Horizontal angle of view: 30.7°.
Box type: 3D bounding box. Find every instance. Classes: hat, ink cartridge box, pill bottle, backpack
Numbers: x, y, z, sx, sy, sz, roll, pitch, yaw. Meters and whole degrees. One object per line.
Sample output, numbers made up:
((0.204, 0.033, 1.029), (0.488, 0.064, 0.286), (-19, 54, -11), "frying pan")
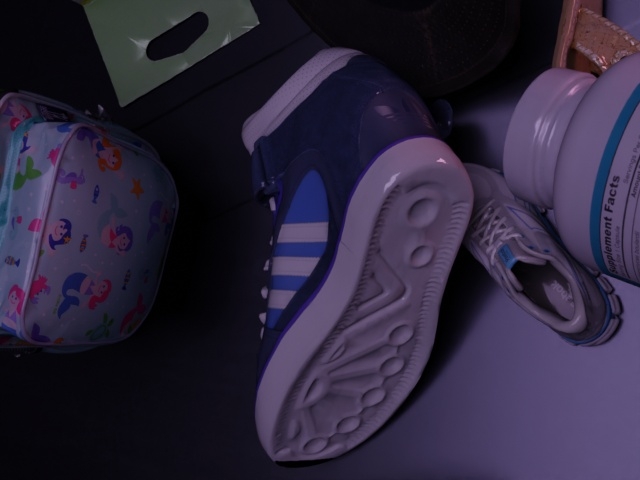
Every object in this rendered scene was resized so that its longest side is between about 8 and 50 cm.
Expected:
((0.061, -0.283, 0.932), (0.331, 0.331, 0.134), (39, 58, 23), "hat")
((-0.175, -0.270, 1.101), (0.171, 0.056, 0.235), (-27, 72, 20), "ink cartridge box")
((0.243, -0.029, 0.692), (0.264, 0.146, 0.146), (24, 96, 37), "pill bottle")
((-0.235, -0.010, 0.995), (0.191, 0.253, 0.225), (13, 87, 22), "backpack")

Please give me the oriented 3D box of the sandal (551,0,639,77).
((0.224, -0.146, 0.880), (0.079, 0.088, 0.240), (-6, 77, 31), "sandal")

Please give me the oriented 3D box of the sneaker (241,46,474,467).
((0.000, 0.000, 0.973), (0.236, 0.130, 0.322), (57, 135, 46), "sneaker")

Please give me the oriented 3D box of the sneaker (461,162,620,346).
((0.151, 0.004, 0.903), (0.190, 0.083, 0.071), (45, 106, 23), "sneaker")
